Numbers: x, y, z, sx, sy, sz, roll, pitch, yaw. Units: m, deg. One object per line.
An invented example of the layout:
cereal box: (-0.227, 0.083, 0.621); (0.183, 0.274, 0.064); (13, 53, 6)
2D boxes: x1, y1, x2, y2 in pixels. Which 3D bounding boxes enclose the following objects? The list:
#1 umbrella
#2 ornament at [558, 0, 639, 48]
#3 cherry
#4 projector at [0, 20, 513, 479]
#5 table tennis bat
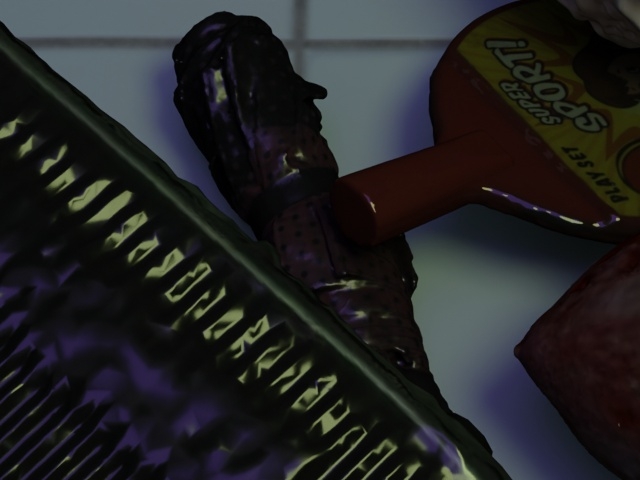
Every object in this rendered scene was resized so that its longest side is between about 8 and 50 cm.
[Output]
umbrella: (0.000, 0.000, 0.988); (0.094, 0.090, 0.326); (-22, 66, -13)
ornament: (0.240, -0.220, 0.980); (0.259, 0.259, 0.225); (-19, 97, -8)
cherry: (0.229, 0.062, 0.903); (0.249, 0.175, 0.192); (-1, 80, 3)
projector: (-0.120, 0.116, 0.755); (0.242, 0.405, 0.395); (-42, 70, -17)
table tennis bat: (0.139, -0.062, 1.000); (0.310, 0.038, 0.200); (-22, 55, -32)
